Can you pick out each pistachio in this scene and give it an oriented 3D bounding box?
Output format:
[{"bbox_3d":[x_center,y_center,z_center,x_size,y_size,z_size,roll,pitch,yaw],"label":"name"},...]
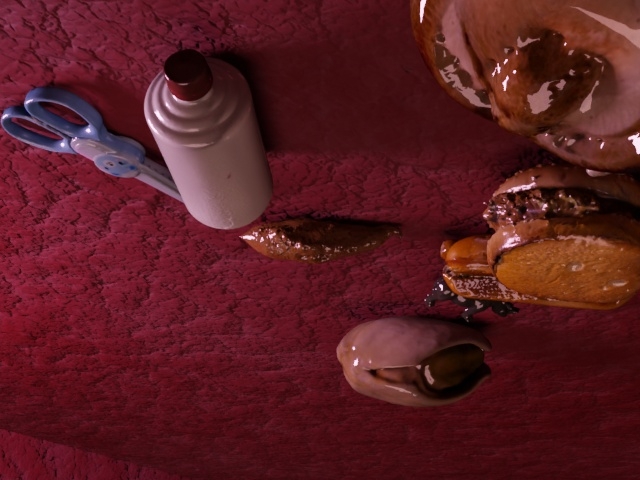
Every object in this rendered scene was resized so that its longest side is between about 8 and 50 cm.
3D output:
[{"bbox_3d":[0.143,0.180,1.517,0.238,0.153,0.137,4,115,4],"label":"pistachio"}]

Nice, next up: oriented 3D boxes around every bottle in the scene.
[{"bbox_3d":[-0.111,-0.106,0.993,0.104,0.104,0.245,5,156,6],"label":"bottle"}]

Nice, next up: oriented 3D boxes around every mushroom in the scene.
[{"bbox_3d":[0.185,-0.160,0.690,0.253,0.153,0.253,21,140,19],"label":"mushroom"}]

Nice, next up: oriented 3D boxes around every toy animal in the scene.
[{"bbox_3d":[0.217,0.080,1.373,0.136,0.047,0.065,20,145,-13],"label":"toy animal"}]

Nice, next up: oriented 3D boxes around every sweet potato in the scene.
[{"bbox_3d":[0.000,0.000,1.250,0.206,0.060,0.068,-4,-171,2],"label":"sweet potato"}]

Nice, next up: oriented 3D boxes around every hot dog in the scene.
[{"bbox_3d":[0.273,0.033,1.227,0.250,0.068,0.100,6,143,-1],"label":"hot dog"}]

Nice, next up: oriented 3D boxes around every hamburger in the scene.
[{"bbox_3d":[0.262,-0.014,1.069,0.191,0.118,0.182,12,152,-17],"label":"hamburger"}]

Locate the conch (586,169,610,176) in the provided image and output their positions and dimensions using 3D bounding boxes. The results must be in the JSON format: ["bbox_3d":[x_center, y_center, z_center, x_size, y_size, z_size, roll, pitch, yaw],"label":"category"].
[{"bbox_3d":[0.301,-0.140,0.815,0.137,0.114,0.234,9,122,-22],"label":"conch"}]

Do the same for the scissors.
[{"bbox_3d":[-0.233,-0.097,1.135,0.256,0.030,0.125,29,150,-35],"label":"scissors"}]
